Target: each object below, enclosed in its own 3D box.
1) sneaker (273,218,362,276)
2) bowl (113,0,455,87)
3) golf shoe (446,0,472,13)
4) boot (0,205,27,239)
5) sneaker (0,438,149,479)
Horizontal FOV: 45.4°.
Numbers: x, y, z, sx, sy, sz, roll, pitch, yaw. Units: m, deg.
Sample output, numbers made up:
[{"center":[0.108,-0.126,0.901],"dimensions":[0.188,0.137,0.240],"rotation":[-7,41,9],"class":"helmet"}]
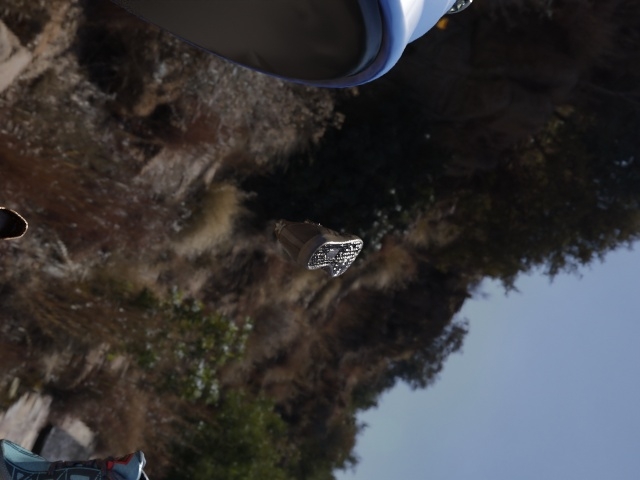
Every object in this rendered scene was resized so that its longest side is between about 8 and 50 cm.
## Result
[{"center":[0.000,0.000,1.015],"dimensions":[0.066,0.071,0.188],"rotation":[-51,162,7],"class":"sneaker"},{"center":[-0.104,-0.210,0.411],"dimensions":[0.077,0.391,0.391],"rotation":[-61,180,-5],"class":"bowl"},{"center":[0.047,-0.331,0.840],"dimensions":[0.120,0.272,0.105],"rotation":[-100,-149,-45],"class":"golf shoe"},{"center":[-0.488,-0.043,0.972],"dimensions":[0.197,0.152,0.073],"rotation":[1,104,-68],"class":"boot"},{"center":[-0.257,0.283,0.887],"dimensions":[0.125,0.261,0.104],"rotation":[-55,-164,4],"class":"sneaker"}]
